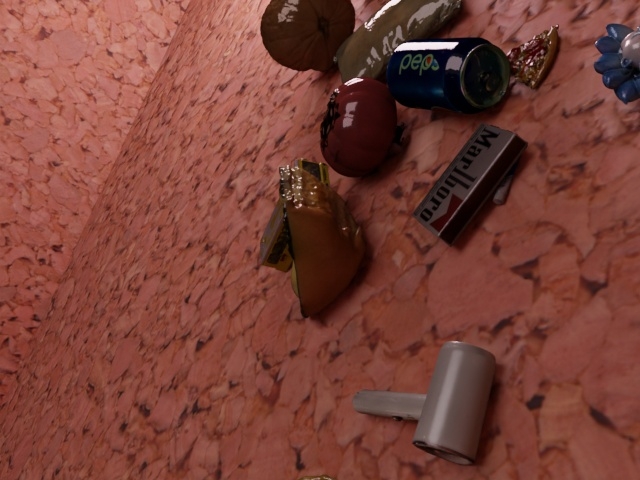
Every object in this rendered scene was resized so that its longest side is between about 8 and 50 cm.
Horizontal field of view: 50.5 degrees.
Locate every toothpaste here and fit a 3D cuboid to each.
[{"bbox_3d":[0.260,-0.089,0.952,0.024,0.015,0.083,2,60,48],"label":"toothpaste"}]

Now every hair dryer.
[{"bbox_3d":[0.120,0.203,0.869,0.236,0.073,0.131,-20,46,59],"label":"hair dryer"}]

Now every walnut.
[{"bbox_3d":[-0.030,-0.491,1.540,0.228,0.228,0.228,-36,38,34],"label":"walnut"}]

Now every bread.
[{"bbox_3d":[0.008,0.004,1.130,0.132,0.252,0.174,-10,38,-4],"label":"bread"}]

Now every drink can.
[{"bbox_3d":[0.201,-0.266,1.090,0.118,0.118,0.205,-60,29,-2],"label":"drink can"}]

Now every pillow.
[{"bbox_3d":[0.142,-0.408,1.341,0.302,0.074,0.185,-36,40,30],"label":"pillow"}]

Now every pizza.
[{"bbox_3d":[0.314,-0.267,1.013,0.100,0.029,0.099,-31,42,39],"label":"pizza"}]

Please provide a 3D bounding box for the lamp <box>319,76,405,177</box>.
[{"bbox_3d":[0.074,-0.199,1.208,0.182,0.140,0.182,-167,90,-74],"label":"lamp"}]

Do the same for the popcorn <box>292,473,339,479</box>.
[{"bbox_3d":[-0.009,0.383,0.778,0.189,0.169,0.218,-11,59,51],"label":"popcorn"}]

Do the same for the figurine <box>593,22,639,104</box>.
[{"bbox_3d":[0.381,-0.211,0.817,0.114,0.079,0.114,-2,68,5],"label":"figurine"}]

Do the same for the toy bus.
[{"bbox_3d":[-0.048,-0.045,1.255,0.081,0.074,0.226,-94,24,-45],"label":"toy bus"}]

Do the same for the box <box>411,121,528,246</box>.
[{"bbox_3d":[0.213,-0.085,0.983,0.178,0.035,0.115,-54,21,9],"label":"box"}]
